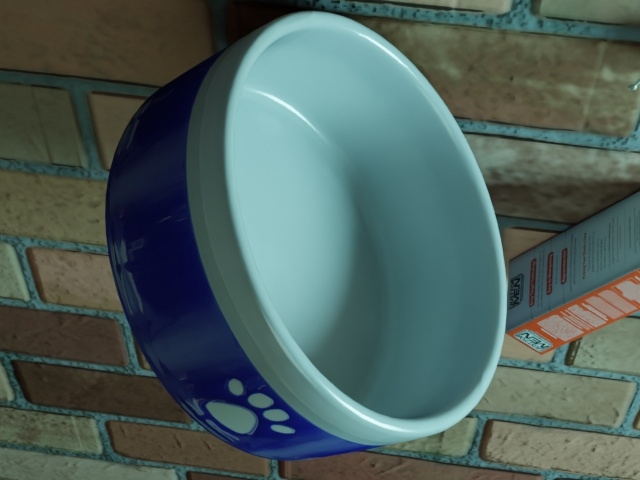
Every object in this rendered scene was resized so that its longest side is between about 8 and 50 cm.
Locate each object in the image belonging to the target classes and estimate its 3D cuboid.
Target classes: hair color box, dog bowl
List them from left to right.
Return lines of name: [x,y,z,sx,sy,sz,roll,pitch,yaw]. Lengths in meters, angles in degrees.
dog bowl: [0.000,0.000,0.732,0.104,0.264,0.265,-21,133,38]
hair color box: [0.203,0.025,0.879,0.043,0.072,0.141,31,139,-26]

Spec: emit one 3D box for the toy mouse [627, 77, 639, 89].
toy mouse: [0.270,-0.119,0.708,0.143,0.031,0.161,30,139,-24]
